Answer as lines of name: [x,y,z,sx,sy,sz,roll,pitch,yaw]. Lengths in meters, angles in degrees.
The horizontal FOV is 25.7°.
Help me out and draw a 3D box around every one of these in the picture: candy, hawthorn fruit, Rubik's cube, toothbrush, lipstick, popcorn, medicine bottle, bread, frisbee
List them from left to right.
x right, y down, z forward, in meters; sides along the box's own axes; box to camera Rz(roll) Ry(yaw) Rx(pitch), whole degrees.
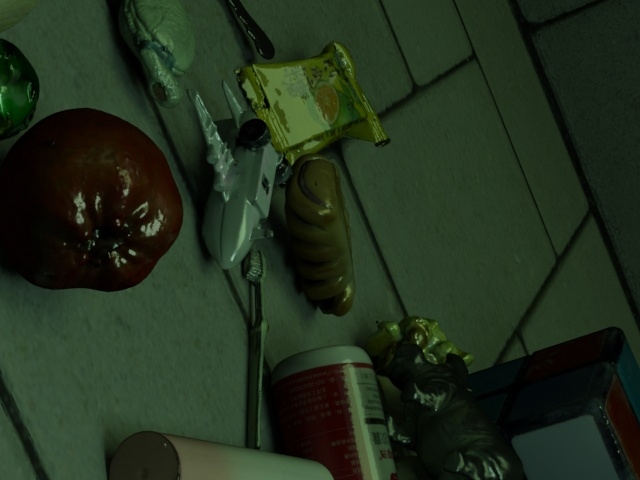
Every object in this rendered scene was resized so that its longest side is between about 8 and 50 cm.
candy: [-0.368,-0.243,1.359,0.323,0.097,0.097,64,23,8]
hawthorn fruit: [-0.229,-0.051,1.370,0.185,0.185,0.202,50,12,-38]
frisbee: [-0.137,-0.356,1.987,0.187,0.012,0.211,10,55,-61]
lipstick: [-0.095,0.264,1.509,0.327,0.087,0.087,26,49,-58]
toothbrush: [-0.079,0.133,1.728,0.028,0.026,0.294,24,47,-35]
candy: [-0.004,-0.196,2.078,0.297,0.081,0.187,-30,98,-55]
bread: [0.000,0.000,1.891,0.134,0.081,0.225,-91,172,-57]
medicine bottle: [0.022,0.261,1.713,0.131,0.131,0.250,22,52,-60]
popcorn: [0.137,0.180,2.049,0.162,0.135,0.141,4,87,-23]
Rubik's cube: [0.355,0.357,2.133,0.313,0.316,0.318,66,23,-8]

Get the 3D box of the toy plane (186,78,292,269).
toy plane: [-0.099,-0.074,1.754,0.251,0.101,0.255,60,23,-49]

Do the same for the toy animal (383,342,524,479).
toy animal: [0.157,0.228,1.806,0.168,0.106,0.343,26,20,-21]

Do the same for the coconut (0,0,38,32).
coconut: [-0.352,-0.273,1.229,0.197,0.237,0.237,101,-15,-60]

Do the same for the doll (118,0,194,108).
doll: [-0.200,-0.259,1.716,0.103,0.071,0.214,36,36,-54]

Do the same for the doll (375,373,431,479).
doll: [0.094,0.291,1.894,0.175,0.149,0.278,3,45,-25]
